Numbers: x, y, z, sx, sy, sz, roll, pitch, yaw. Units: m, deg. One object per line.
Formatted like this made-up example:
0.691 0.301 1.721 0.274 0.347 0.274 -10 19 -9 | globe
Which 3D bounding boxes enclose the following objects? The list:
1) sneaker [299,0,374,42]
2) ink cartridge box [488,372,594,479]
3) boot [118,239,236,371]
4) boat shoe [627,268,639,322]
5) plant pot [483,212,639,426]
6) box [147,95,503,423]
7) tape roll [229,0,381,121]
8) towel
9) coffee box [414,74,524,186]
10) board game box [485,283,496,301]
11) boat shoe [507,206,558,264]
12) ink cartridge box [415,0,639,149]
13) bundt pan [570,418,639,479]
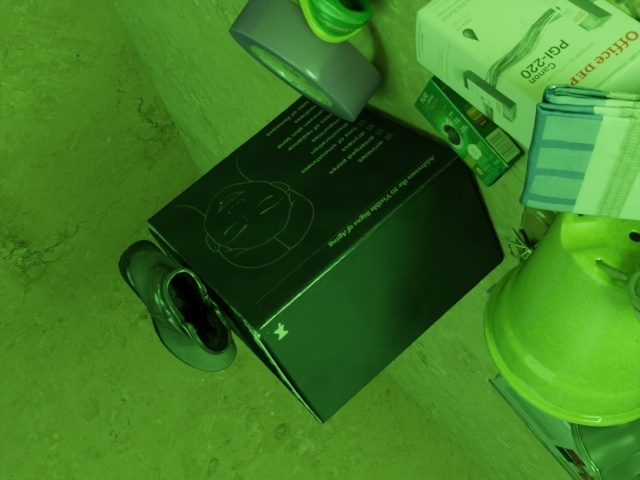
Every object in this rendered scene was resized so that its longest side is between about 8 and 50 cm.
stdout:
-0.004 -0.451 1.292 0.123 0.109 0.296 -11 118 47 | sneaker
0.503 0.346 1.672 0.309 0.130 0.272 50 170 5 | ink cartridge box
-0.223 0.158 1.521 0.222 0.118 0.338 27 158 51 | boot
0.467 0.081 0.847 0.302 0.113 0.103 3 137 37 | boat shoe
0.368 0.060 1.091 0.276 0.276 0.254 45 155 26 | plant pot
0.000 0.000 1.647 0.471 0.480 0.297 37 163 50 | box
-0.027 -0.326 1.506 0.274 0.090 0.275 36 180 0 | tape roll
0.349 -0.076 0.839 0.284 0.034 0.209 6 154 11 | towel
0.231 -0.176 1.331 0.184 0.040 0.113 49 167 7 | coffee box
0.398 0.168 1.775 0.103 0.026 0.154 41 165 36 | board game box
0.363 0.038 1.364 0.104 0.089 0.285 40 163 43 | boat shoe
0.234 -0.210 0.937 0.218 0.158 0.092 45 166 24 | ink cartridge box
0.505 0.294 1.248 0.330 0.124 0.331 35 -146 -28 | bundt pan
